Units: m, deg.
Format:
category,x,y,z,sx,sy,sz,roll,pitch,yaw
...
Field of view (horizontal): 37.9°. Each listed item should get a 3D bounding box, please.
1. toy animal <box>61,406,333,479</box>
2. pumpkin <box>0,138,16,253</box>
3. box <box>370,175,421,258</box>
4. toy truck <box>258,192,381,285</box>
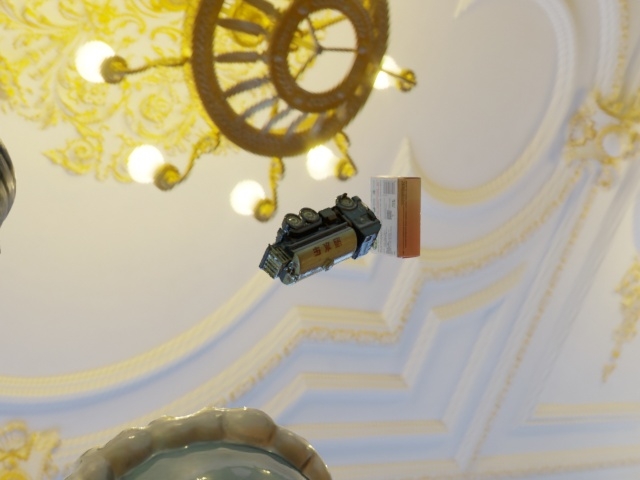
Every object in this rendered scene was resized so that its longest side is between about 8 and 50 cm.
category,x,y,z,sx,sy,sz,roll,pitch,yaw
toy animal,-0.055,0.216,0.555,0.156,0.204,0.208,-21,-60,4
pumpkin,-0.510,-0.049,1.235,0.250,0.250,0.216,-45,-66,-10
box,0.116,-0.038,1.448,0.043,0.089,0.125,-3,-83,-26
toy truck,0.000,0.000,1.325,0.201,0.088,0.074,-23,-33,-42
